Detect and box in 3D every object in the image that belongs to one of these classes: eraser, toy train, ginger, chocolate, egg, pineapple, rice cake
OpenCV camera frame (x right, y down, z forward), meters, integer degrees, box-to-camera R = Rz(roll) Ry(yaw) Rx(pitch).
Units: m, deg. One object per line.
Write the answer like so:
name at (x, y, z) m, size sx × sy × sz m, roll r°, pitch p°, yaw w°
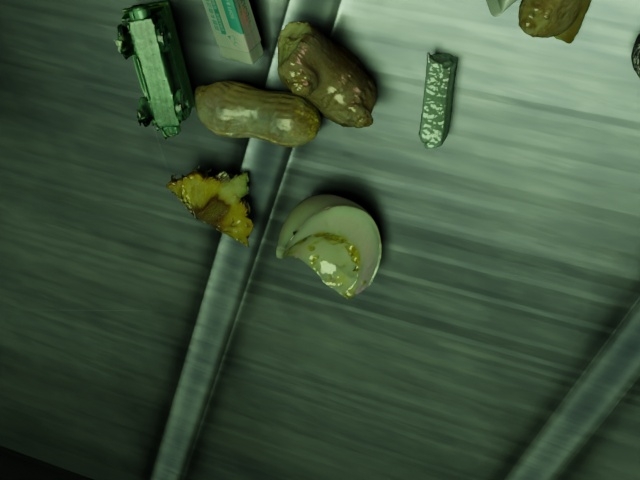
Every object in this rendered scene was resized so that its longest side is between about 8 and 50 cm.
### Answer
eraser at (-0.196, -0.488, 1.690) m, size 0.095 × 0.052 × 0.225 m, roll 20°, pitch 146°, yaw 30°
toy train at (-0.368, -0.389, 1.787) m, size 0.120 × 0.202 × 0.301 m, roll -11°, pitch 117°, yaw 2°
ginger at (0.008, -0.337, 1.661) m, size 0.276 × 0.221 × 0.130 m, roll 47°, pitch 116°, yaw 1°
chocolate at (-0.147, -0.285, 1.799) m, size 0.309 × 0.134 × 0.134 m, roll 16°, pitch 124°, yaw 13°
egg at (0.014, -0.013, 1.880) m, size 0.271 × 0.162 × 0.206 m, roll 29°, pitch 97°, yaw -36°
pineapple at (-0.257, -0.116, 1.980) m, size 0.249 × 0.140 × 0.164 m, roll 29°, pitch 86°, yaw -15°
ginger at (0.433, -0.465, 1.461) m, size 0.115 × 0.122 × 0.193 m, roll 26°, pitch 122°, yaw 27°
rice cake at (0.248, -0.297, 1.666) m, size 0.063 × 0.069 × 0.207 m, roll 14°, pitch 121°, yaw 17°

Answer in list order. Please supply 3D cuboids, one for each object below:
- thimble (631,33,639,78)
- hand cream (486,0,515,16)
thimble at (0.633, -0.342, 1.478) m, size 0.104 × 0.066 × 0.095 m, roll 26°, pitch 125°, yaw 10°
hand cream at (0.423, -0.568, 1.394) m, size 0.358 × 0.118 × 0.186 m, roll -29°, pitch 71°, yaw 33°
